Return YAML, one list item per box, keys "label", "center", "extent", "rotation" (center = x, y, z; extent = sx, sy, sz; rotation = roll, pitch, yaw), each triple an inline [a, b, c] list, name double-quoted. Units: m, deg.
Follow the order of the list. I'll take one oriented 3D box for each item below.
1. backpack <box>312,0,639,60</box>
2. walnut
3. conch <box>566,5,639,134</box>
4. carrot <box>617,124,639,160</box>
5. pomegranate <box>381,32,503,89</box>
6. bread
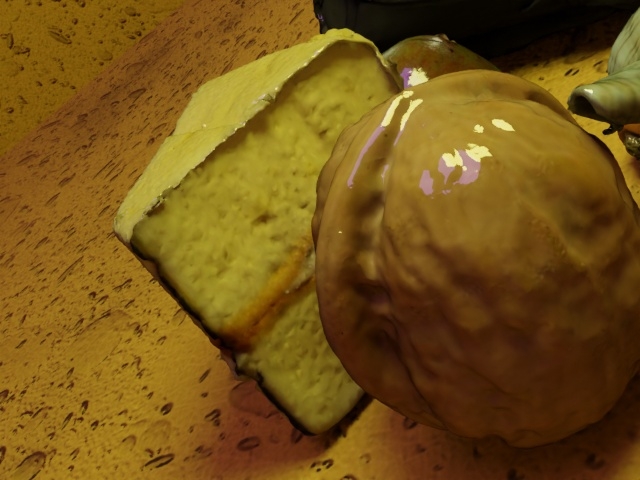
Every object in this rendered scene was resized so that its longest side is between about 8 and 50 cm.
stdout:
- label: "backpack"
  center: [0.196, -0.352, 0.958]
  extent: [0.446, 0.255, 0.363]
  rotation: [-14, 36, 11]
- label: "walnut"
  center: [0.108, 0.007, 0.551]
  extent: [0.257, 0.257, 0.224]
  rotation: [-45, 31, -13]
- label: "conch"
  center: [0.302, -0.154, 0.578]
  extent: [0.386, 0.169, 0.203]
  rotation: [-3, -6, -26]
- label: "carrot"
  center: [0.341, -0.148, 0.707]
  extent: [0.225, 0.067, 0.067]
  rotation: [-40, 30, -8]
- label: "pomegranate"
  center: [0.111, -0.129, 0.816]
  extent: [0.180, 0.180, 0.209]
  rotation: [-15, 39, 33]
- label: "bread"
  center: [0.000, 0.000, 0.664]
  extent: [0.198, 0.263, 0.236]
  rotation: [-17, 34, 40]
